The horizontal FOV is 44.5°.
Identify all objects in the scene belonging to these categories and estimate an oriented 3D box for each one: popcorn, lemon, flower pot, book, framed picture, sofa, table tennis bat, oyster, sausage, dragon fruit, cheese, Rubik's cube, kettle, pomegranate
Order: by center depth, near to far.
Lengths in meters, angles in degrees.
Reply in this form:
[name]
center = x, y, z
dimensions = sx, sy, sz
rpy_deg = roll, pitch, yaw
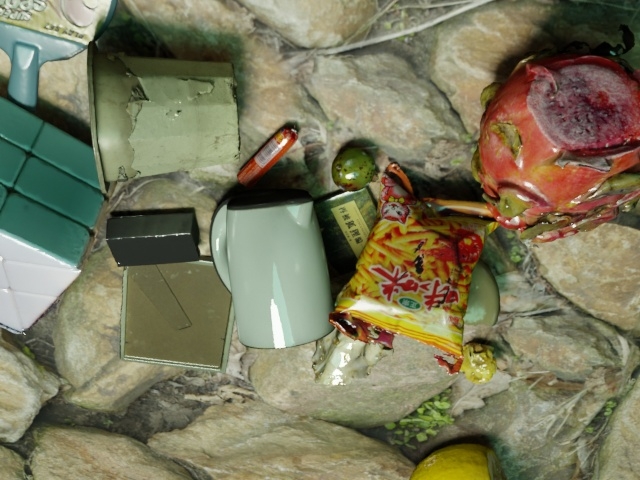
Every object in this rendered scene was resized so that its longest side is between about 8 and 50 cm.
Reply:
[table tennis bat]
center = -0.393, -0.321, 1.071
dimensions = 0.215, 0.044, 0.329
rpy_deg = 14, 126, -13
[flower pot]
center = -0.216, -0.176, 1.095
dimensions = 0.203, 0.212, 0.212
rpy_deg = -4, 130, -7
[dragon fruit]
center = 0.335, -0.131, 1.113
dimensions = 0.250, 0.268, 0.291
rpy_deg = -11, 164, -1
[Rubik's cube]
center = -0.465, -0.036, 1.157
dimensions = 0.231, 0.224, 0.221
rpy_deg = 31, 135, -25
[sausage]
center = -0.080, -0.135, 1.229
dimensions = 0.034, 0.034, 0.129
rpy_deg = 33, 121, -24
[pomegranate]
center = 0.054, -0.106, 1.235
dimensions = 0.073, 0.073, 0.084
rpy_deg = -19, 142, 14
[kettle]
center = -0.091, 0.034, 1.263
dimensions = 0.221, 0.161, 0.236
rpy_deg = 3, 107, 39
[sofa]
center = -0.281, -0.005, 1.324
dimensions = 0.147, 0.060, 0.085
rpy_deg = -5, 142, 1
[book]
center = 0.000, 0.000, 1.347
dimensions = 0.228, 0.024, 0.160
rpy_deg = -19, 125, 15
[cheese]
center = 0.220, 0.094, 1.361
dimensions = 0.203, 0.091, 0.175
rpy_deg = 15, 108, -11
[oyster]
center = 0.050, 0.161, 1.418
dimensions = 0.167, 0.110, 0.341
rpy_deg = -1, 139, 11
[framed picture]
center = -0.265, 0.136, 1.457
dimensions = 0.211, 0.020, 0.289
rpy_deg = 8, 129, -7
[popcorn]
center = 0.309, 0.230, 1.518
dimensions = 0.084, 0.084, 0.084
rpy_deg = 0, 129, 0
[lemon]
center = 0.293, 0.562, 1.676
dimensions = 0.219, 0.240, 0.240
rpy_deg = -20, 127, 18

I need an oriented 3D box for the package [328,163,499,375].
[package]
center = 0.159, 0.045, 1.246
dimensions = 0.224, 0.108, 0.288
rpy_deg = 21, 85, 1
